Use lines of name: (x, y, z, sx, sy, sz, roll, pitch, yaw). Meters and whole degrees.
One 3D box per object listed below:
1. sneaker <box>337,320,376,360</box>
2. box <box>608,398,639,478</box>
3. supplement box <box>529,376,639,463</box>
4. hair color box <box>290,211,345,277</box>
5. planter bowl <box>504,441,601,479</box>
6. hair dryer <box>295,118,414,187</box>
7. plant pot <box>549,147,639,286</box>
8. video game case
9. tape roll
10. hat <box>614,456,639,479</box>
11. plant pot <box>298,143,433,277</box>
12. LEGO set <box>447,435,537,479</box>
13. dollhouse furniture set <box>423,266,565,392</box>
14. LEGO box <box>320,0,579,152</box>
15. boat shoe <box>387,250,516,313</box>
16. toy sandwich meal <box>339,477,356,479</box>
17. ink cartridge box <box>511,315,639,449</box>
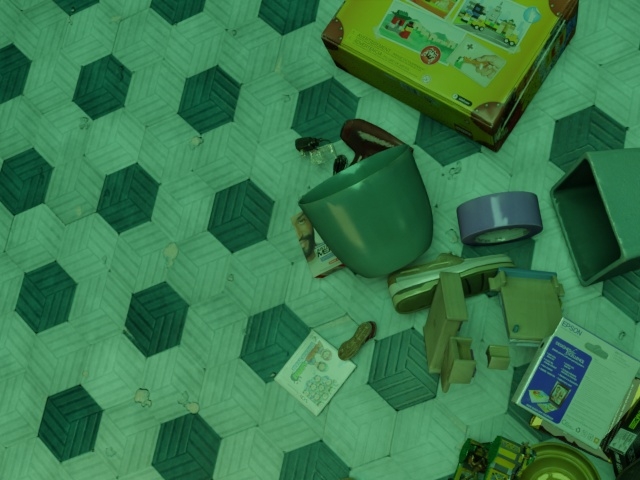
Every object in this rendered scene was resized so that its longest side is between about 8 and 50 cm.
sneaker: (0.092, 0.242, 1.999, 0.042, 0.067, 0.118, 44, 109, 15)
box: (0.674, 0.418, 1.718, 0.045, 0.184, 0.191, 19, 56, 46)
supplement box: (0.584, 0.360, 1.807, 0.194, 0.129, 0.191, 23, 84, 17)
hair color box: (0.000, 0.000, 2.057, 0.093, 0.053, 0.167, -28, 74, 24)
planter bowl: (0.510, 0.553, 1.803, 0.217, 0.090, 0.217, -3, 77, 13)
hair dryer: (0.095, -0.197, 2.100, 0.294, 0.080, 0.223, -18, 90, 15)
plant pot: (0.698, -0.067, 1.828, 0.252, 0.248, 0.247, -13, 74, -8)
video game case: (-0.013, 0.324, 2.020, 0.143, 0.019, 0.157, 38, 88, 18)
tape roll: (0.414, -0.048, 1.911, 0.189, 0.189, 0.080, -9, 76, 12)
hat: (0.755, 0.497, 1.627, 0.331, 0.331, 0.134, -28, 38, 6)
plant pot: (0.129, -0.054, 1.937, 0.293, 0.293, 0.235, -27, 101, 7)
LEGO set: (0.393, 0.546, 1.731, 0.192, 0.331, 0.254, 24, 66, 0)
dollhouse furniture set: (0.407, 0.229, 1.840, 0.304, 0.198, 0.286, 4, 44, -4)
LEGO box: (0.315, -0.511, 2.038, 0.500, 0.193, 0.372, 33, 87, 18)
boat shoe: (0.305, 0.077, 1.947, 0.302, 0.113, 0.103, -14, 53, -4)
toy sandwich meal: (0.070, 0.596, 1.934, 0.086, 0.029, 0.085, -4, 76, 18)
ink cartridge box: (0.529, 0.292, 1.705, 0.206, 0.045, 0.208, 30, 86, -7)
